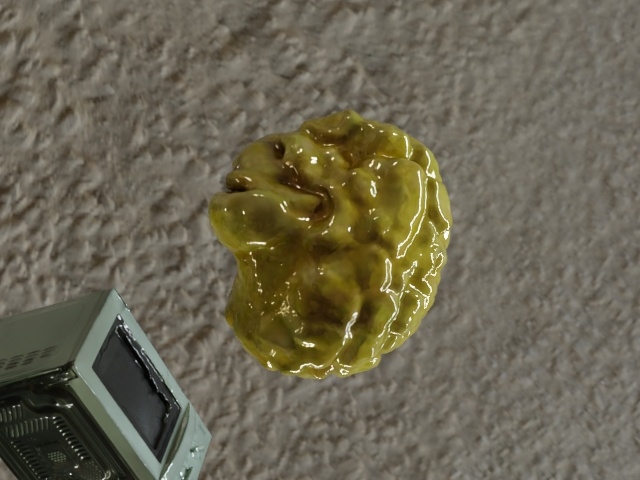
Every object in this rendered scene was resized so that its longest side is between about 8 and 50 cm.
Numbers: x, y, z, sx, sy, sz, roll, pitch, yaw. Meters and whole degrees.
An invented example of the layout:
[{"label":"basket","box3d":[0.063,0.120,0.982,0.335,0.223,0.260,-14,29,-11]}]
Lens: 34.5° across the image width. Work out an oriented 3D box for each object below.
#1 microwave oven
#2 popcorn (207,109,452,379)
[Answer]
[{"label":"microwave oven","box3d":[-0.224,0.173,0.990,0.162,0.122,0.208,-16,120,20]},{"label":"popcorn","box3d":[0.000,0.000,0.865,0.226,0.200,0.203,-40,128,20]}]
